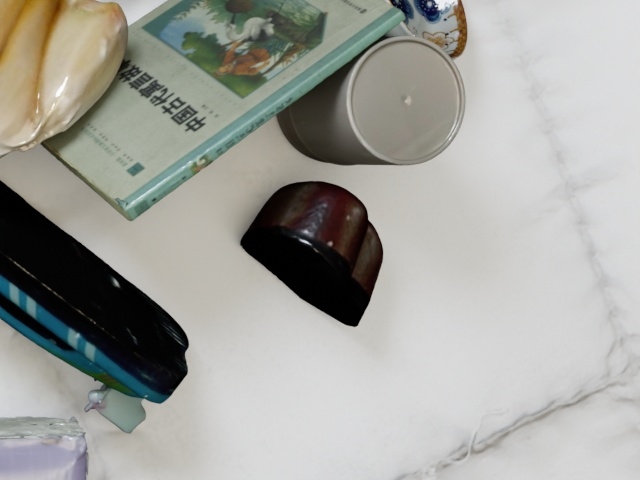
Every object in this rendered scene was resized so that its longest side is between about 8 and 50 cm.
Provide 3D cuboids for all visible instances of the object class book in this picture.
[{"bbox_3d":[-0.096,-0.142,1.366,0.282,0.215,0.025,-38,132,-16],"label":"book"}]

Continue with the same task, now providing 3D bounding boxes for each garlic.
[{"bbox_3d":[-0.293,-0.143,1.326,0.217,0.110,0.228,34,52,2],"label":"garlic"}]

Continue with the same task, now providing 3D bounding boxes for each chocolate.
[{"bbox_3d":[0.000,0.000,1.460,0.080,0.125,0.149,-56,144,-17],"label":"chocolate"}]

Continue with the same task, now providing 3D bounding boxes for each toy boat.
[{"bbox_3d":[-0.248,0.039,1.368,0.299,0.134,0.092,39,107,-15],"label":"toy boat"}]

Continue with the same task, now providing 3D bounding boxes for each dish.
[{"bbox_3d":[0.060,-0.209,1.479,0.141,0.078,0.141,35,42,-38],"label":"dish"}]

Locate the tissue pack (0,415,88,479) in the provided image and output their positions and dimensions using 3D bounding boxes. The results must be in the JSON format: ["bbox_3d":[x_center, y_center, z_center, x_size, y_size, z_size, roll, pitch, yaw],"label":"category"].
[{"bbox_3d":[-0.315,0.319,1.347,0.242,0.125,0.344,1,93,-19],"label":"tissue pack"}]

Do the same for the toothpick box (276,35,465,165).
[{"bbox_3d":[0.039,-0.118,1.418,0.111,0.180,0.111,-2,95,-20],"label":"toothpick box"}]
